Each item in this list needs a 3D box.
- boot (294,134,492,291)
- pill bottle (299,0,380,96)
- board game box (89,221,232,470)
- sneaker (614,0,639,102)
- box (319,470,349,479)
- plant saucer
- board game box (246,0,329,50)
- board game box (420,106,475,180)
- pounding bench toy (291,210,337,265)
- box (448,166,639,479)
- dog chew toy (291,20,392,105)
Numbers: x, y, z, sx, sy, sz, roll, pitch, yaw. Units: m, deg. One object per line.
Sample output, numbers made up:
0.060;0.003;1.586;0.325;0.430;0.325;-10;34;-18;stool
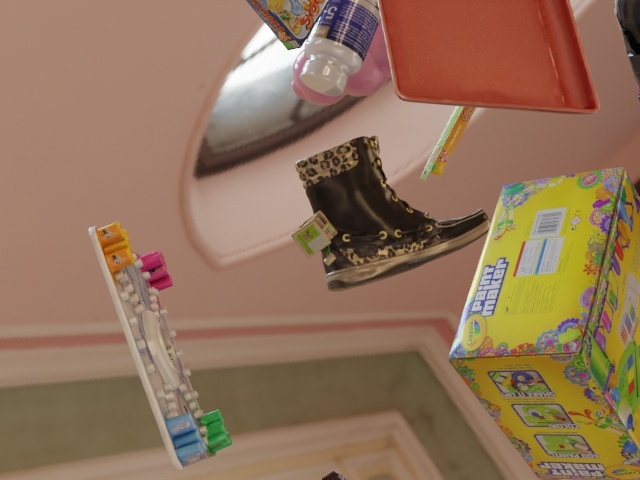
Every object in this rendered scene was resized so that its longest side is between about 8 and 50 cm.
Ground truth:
0.145;-0.078;2.266;0.138;0.377;0.284;140;110;-75;boot
0.034;-0.362;2.007;0.112;0.187;0.112;20;168;5;pill bottle
-0.253;0.177;1.841;0.390;0.050;0.390;71;177;-82;board game box
0.508;-0.236;1.574;0.321;0.126;0.127;47;-134;-37;sneaker
0.030;0.560;1.980;0.167;0.203;0.168;-31;-144;-25;box
0.178;-0.254;1.303;0.258;0.048;0.259;2;-117;-20;plant saucer
-0.038;-0.432;1.824;0.136;0.035;0.201;46;-121;-34;board game box
0.307;-0.251;2.583;0.039;0.259;0.124;29;-175;-4;board game box
0.000;0.000;1.965;0.083;0.052;0.065;52;-158;-5;pounding bench toy
0.334;0.113;1.431;0.279;0.177;0.290;52;-134;-34;box
0.086;-0.395;2.295;0.207;0.332;0.206;54;-164;-24;dog chew toy
